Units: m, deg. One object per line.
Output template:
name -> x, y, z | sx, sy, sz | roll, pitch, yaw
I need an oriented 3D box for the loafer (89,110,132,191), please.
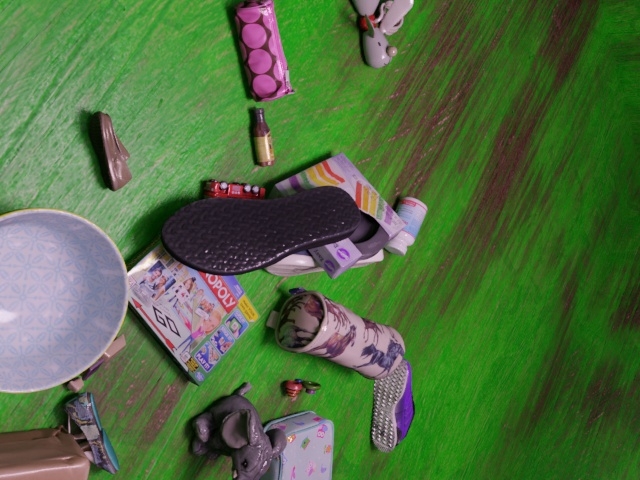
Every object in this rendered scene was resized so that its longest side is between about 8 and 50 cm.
loafer -> -0.382, -0.165, 1.067 | 0.050, 0.056, 0.148 | -27, 126, -40

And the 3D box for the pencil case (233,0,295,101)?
pencil case -> -0.119, -0.409, 1.253 | 0.095, 0.098, 0.210 | -33, 119, -37

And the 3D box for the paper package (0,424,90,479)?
paper package -> -0.568, 0.486, 0.922 | 0.309, 0.168, 0.325 | 12, 90, -45

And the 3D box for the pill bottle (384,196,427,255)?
pill bottle -> 0.246, -0.040, 1.708 | 0.087, 0.087, 0.160 | 39, 70, -43

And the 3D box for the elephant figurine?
elephant figurine -> -0.158, 0.450, 1.281 | 0.169, 0.239, 0.186 | -5, 101, -45

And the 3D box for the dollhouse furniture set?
dollhouse furniture set -> -0.441, 0.211, 1.111 | 0.081, 0.091, 0.114 | 43, 32, 2

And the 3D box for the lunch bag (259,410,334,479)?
lunch bag -> -0.064, 0.592, 1.501 | 0.224, 0.107, 0.280 | -3, 101, -48

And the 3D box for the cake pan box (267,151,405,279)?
cake pan box -> 0.044, -0.063, 1.403 | 0.245, 0.070, 0.267 | -30, 75, -35

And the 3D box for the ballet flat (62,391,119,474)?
ballet flat -> -0.442, 0.374, 1.115 | 0.070, 0.070, 0.189 | -28, 115, -39

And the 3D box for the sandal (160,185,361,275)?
sandal -> -0.115, -0.008, 1.230 | 0.445, 0.107, 0.168 | -10, 64, -31

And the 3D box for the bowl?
bowl -> -0.478, 0.083, 0.940 | 0.289, 0.156, 0.290 | -10, 105, -44

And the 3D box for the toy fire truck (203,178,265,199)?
toy fire truck -> -0.178, -0.060, 1.299 | 0.192, 0.047, 0.136 | 2, 97, -45

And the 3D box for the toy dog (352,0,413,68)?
toy dog -> 0.149, -0.609, 1.442 | 0.220, 0.160, 0.334 | -57, 132, -21

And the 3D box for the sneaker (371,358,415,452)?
sneaker -> 0.241, 0.495, 1.810 | 0.146, 0.102, 0.294 | -2, 104, -50

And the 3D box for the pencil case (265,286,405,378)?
pencil case -> 0.056, 0.251, 1.511 | 0.410, 0.183, 0.160 | 31, 81, -47

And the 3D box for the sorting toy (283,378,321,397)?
sorting toy -> -0.051, 0.387, 1.509 | 0.101, 0.061, 0.042 | 10, 91, -23

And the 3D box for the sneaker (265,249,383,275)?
sneaker -> 0.000, 0.000, 1.456 | 0.349, 0.131, 0.148 | -4, 79, -39

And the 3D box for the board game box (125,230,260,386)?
board game box -> -0.275, 0.127, 1.238 | 0.213, 0.046, 0.317 | -48, 128, -28

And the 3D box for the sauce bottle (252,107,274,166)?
sauce bottle -> -0.131, -0.232, 1.316 | 0.042, 0.042, 0.128 | -24, 116, -40
